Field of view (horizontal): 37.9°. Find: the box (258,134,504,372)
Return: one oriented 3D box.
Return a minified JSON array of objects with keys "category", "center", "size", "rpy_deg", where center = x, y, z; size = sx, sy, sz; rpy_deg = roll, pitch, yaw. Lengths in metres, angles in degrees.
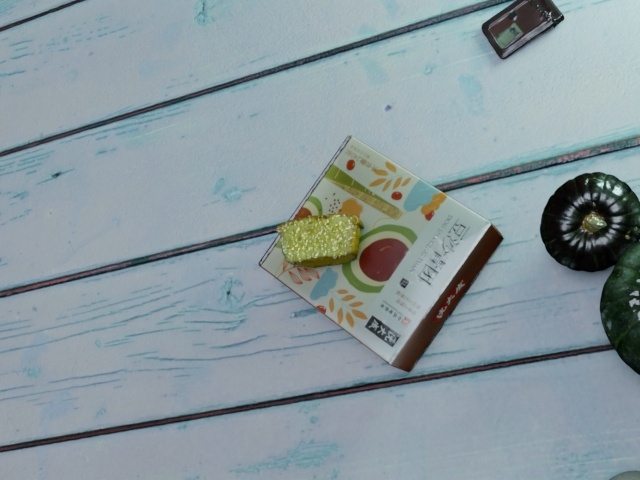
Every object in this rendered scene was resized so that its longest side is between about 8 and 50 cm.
[{"category":"box","center":[0.120,0.021,1.944],"size":[0.385,0.122,0.345],"rpy_deg":[35,91,29]}]

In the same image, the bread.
[{"category":"bread","center":[0.000,0.000,1.900],"size":[0.187,0.065,0.103],"rpy_deg":[-9,73,20]}]

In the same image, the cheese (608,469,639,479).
[{"category":"cheese","center":[0.537,0.492,1.578],"size":[0.189,0.198,0.154],"rpy_deg":[-44,17,-32]}]

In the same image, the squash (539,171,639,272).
[{"category":"squash","center":[0.513,-0.034,1.771],"size":[0.193,0.156,0.193],"rpy_deg":[5,98,37]}]

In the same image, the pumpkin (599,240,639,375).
[{"category":"pumpkin","center":[0.646,0.112,1.633],"size":[0.300,0.207,0.300],"rpy_deg":[-12,61,21]}]

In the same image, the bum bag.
[{"category":"bum bag","center":[0.435,-0.471,2.015],"size":[0.159,0.026,0.109],"rpy_deg":[-34,63,17]}]
